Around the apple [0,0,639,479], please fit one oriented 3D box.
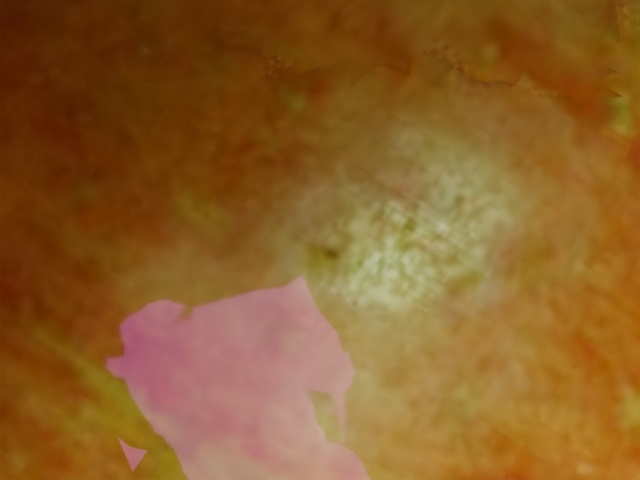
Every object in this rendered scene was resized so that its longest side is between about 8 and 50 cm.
[{"bbox_3d":[0.000,0.000,0.534,0.339,0.339,0.339,11,118,21],"label":"apple"}]
